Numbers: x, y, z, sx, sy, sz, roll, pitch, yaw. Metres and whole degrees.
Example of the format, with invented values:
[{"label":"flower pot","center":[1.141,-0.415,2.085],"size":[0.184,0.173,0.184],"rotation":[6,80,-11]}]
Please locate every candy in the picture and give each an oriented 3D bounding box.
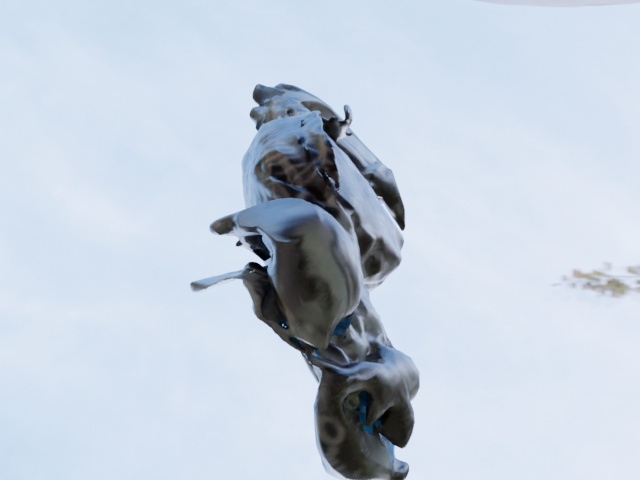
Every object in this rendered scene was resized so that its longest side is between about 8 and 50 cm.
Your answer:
[{"label":"candy","center":[0.001,0.000,0.524],"size":[0.051,0.226,0.094],"rotation":[-30,-68,12]}]

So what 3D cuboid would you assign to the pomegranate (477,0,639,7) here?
[{"label":"pomegranate","center":[0.061,-0.229,0.459],"size":[0.322,0.322,0.322],"rotation":[-1,-92,24]}]
